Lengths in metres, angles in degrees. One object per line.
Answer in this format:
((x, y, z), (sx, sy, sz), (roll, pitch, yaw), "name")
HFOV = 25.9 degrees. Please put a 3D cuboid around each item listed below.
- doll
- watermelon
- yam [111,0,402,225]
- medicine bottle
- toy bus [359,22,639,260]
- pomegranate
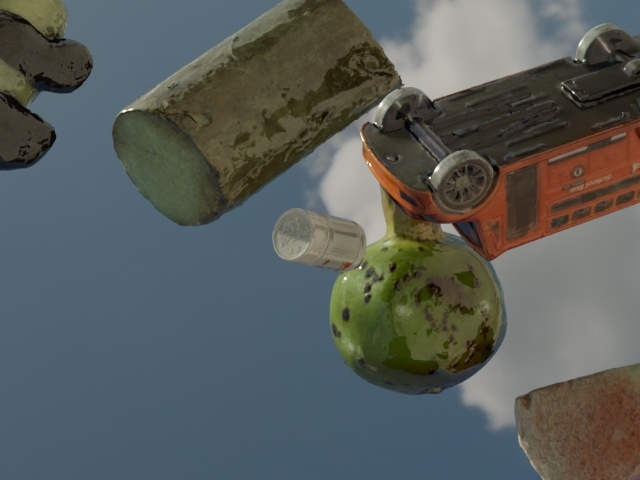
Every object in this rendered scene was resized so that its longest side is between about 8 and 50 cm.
((-0.323, -0.166, 1.402), (0.135, 0.144, 0.234), (43, -123, -29), "doll")
((0.359, 0.269, 1.725), (0.232, 0.310, 0.193), (-10, -106, -10), "watermelon")
((-0.069, -0.149, 1.526), (0.304, 0.168, 0.168), (-36, -82, -13), "yam")
((0.000, 0.000, 1.423), (0.089, 0.057, 0.057), (12, -115, -49), "medicine bottle")
((0.207, -0.086, 1.319), (0.329, 0.143, 0.153), (-19, -50, -15), "toy bus")
((0.134, 0.051, 1.726), (0.231, 0.231, 0.285), (20, -99, -33), "pomegranate")
